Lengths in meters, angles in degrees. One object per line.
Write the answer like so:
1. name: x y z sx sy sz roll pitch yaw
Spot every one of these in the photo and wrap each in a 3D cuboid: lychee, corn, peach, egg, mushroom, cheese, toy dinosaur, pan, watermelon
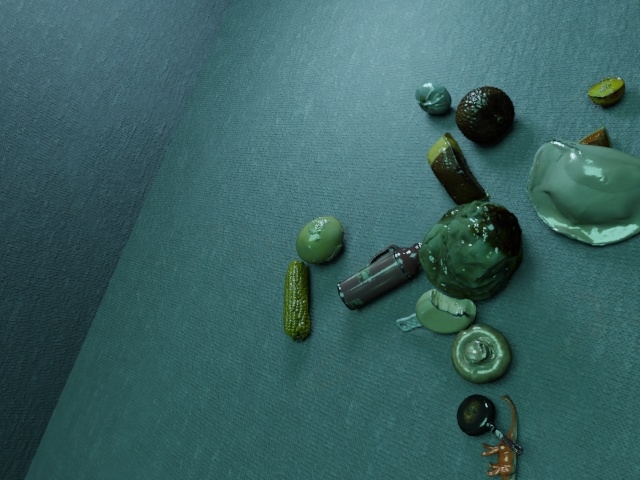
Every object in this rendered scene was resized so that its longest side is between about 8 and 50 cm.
1. lychee: 0.539 -0.413 1.549 0.194 0.194 0.195 -15 62 29
2. corn: -0.093 0.216 1.752 0.101 0.102 0.313 -19 59 27
3. peach: 0.862 -0.443 1.407 0.098 0.061 0.098 -24 35 18
4. egg: -0.002 -0.003 1.751 0.201 0.164 0.164 -45 51 6
5. mushroom: 0.446 0.315 1.312 0.166 0.127 0.166 -18 53 26
6. cheese: 0.351 0.241 1.432 0.249 0.163 0.071 -59 2 47
7. toy dinosaur: 0.476 0.552 1.233 0.101 0.055 0.280 -10 63 21
8. pan: 0.444 0.491 1.242 0.115 0.040 0.212 -52 30 -2
9. watermelon: 0.798 -0.261 1.349 0.125 0.094 0.135 -32 60 8

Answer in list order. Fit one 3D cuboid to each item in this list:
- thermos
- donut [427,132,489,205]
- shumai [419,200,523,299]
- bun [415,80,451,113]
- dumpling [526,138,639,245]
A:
1. thermos: 0.221 0.106 1.584 0.330 0.110 0.136 -32 13 19
2. donut: 0.434 -0.243 1.566 0.112 0.151 0.295 -39 52 27
3. shumai: 0.435 0.000 1.339 0.303 0.263 0.310 -1 71 12
4. bun: 0.405 -0.511 1.707 0.140 0.141 0.083 30 82 40
5. dumpling: 0.751 -0.123 1.285 0.340 0.181 0.260 21 112 7
